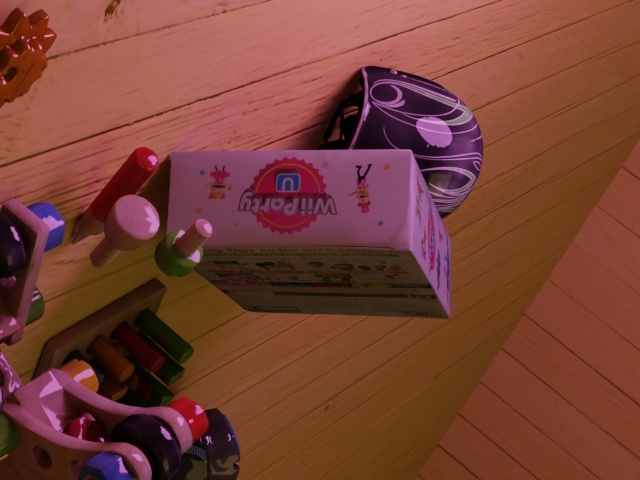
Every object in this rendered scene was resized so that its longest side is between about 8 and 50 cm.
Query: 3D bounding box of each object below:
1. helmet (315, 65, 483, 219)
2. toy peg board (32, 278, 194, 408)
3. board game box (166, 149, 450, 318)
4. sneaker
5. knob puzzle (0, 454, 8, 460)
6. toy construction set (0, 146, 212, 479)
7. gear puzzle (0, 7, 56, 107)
[{"bbox_3d":[0.091,-0.092,1.698,0.169,0.162,0.169,-57,-159,36],"label":"helmet"},{"bbox_3d":[-0.207,0.145,1.593,0.161,0.079,0.161,-32,155,-47],"label":"toy peg board"},{"bbox_3d":[0.000,0.000,1.556,0.303,0.224,0.097,51,41,-73],"label":"board game box"},{"bbox_3d":[-0.218,0.312,1.916,0.140,0.125,0.341,-2,139,-31],"label":"sneaker"},{"bbox_3d":[-0.332,0.201,1.374,0.213,0.030,0.213,-19,124,-31],"label":"knob puzzle"},{"bbox_3d":[-0.227,0.095,1.300,0.237,0.257,0.309,-43,-162,48],"label":"toy construction set"},{"bbox_3d":[-0.292,-0.034,1.048,0.339,0.044,0.175,-42,161,-26],"label":"gear puzzle"}]
